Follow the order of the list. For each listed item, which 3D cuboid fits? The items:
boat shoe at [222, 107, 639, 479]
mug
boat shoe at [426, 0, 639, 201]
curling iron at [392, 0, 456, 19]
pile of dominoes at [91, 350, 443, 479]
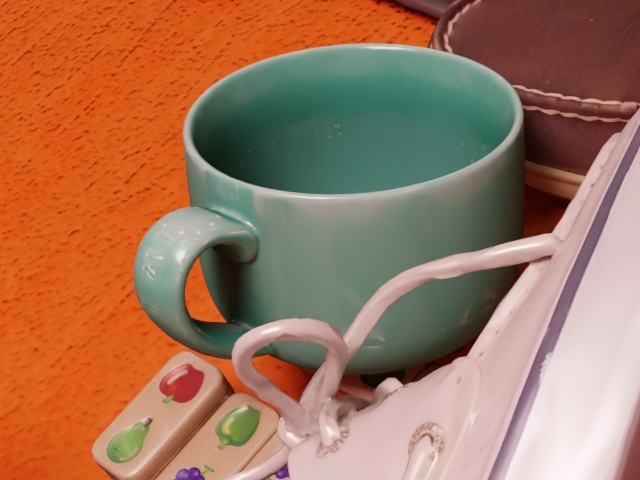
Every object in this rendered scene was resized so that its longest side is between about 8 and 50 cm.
[{"bbox_3d":[0.026,0.093,0.472,0.156,0.136,0.367,16,70,29],"label":"boat shoe"},{"bbox_3d":[0.002,-0.005,0.591,0.158,0.097,0.129,-10,33,-8],"label":"mug"},{"bbox_3d":[0.193,-0.083,0.569,0.342,0.123,0.123,9,57,28],"label":"boat shoe"},{"bbox_3d":[0.017,-0.133,0.767,0.274,0.035,0.068,24,85,33],"label":"curling iron"},{"bbox_3d":[0.012,0.125,0.532,0.251,0.040,0.196,26,65,39],"label":"pile of dominoes"}]
